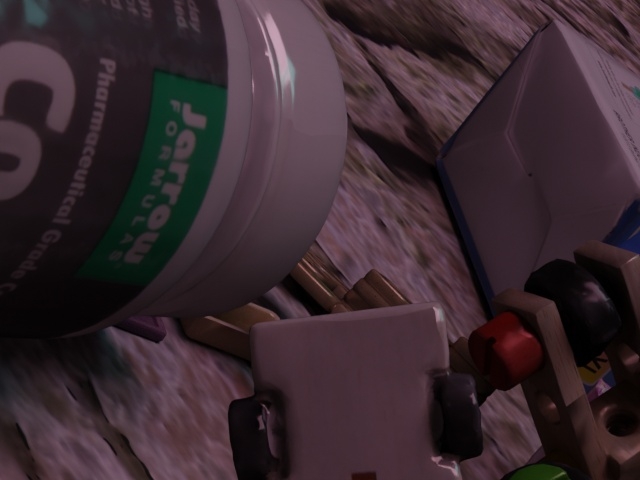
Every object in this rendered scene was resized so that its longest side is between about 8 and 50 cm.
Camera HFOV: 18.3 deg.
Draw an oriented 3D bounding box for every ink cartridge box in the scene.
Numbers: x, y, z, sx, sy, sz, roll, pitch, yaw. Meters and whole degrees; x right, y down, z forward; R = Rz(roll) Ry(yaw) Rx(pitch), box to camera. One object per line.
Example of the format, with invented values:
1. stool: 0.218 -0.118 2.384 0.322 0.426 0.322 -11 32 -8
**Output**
1. ink cartridge box: 0.296 0.046 1.440 0.395 0.151 0.270 29 24 -24

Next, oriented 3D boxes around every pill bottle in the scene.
1. pill bottle: -0.158 -0.064 0.800 0.361 0.204 0.204 8 38 -54

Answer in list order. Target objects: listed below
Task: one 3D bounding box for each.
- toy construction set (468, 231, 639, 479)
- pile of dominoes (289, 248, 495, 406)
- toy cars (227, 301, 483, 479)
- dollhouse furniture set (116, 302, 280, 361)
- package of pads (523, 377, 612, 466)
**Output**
1. toy construction set: 0.214 0.120 1.034 0.257 0.237 0.309 13 51 26
2. pile of dominoes: 0.000 0.000 1.093 0.251 0.040 0.196 46 3 12
3. toy cars: 0.095 0.194 0.796 0.393 0.176 0.087 44 -4 8
4. dollhouse furniture set: -0.053 0.002 1.020 0.114 0.081 0.091 25 26 -36
5. package of pads: 0.154 0.123 1.132 0.050 0.083 0.032 35 25 -5
